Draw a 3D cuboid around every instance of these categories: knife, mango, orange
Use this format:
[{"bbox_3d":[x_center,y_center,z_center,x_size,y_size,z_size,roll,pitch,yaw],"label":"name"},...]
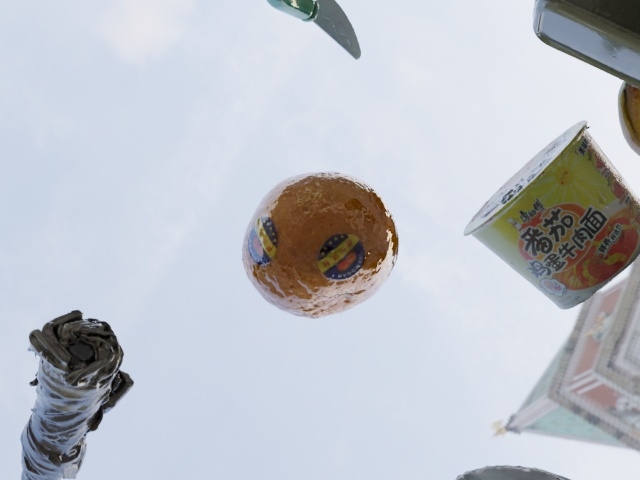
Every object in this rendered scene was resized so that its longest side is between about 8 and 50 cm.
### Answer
[{"bbox_3d":[-0.002,-0.328,1.390,0.034,0.260,0.063,5,-97,31],"label":"knife"},{"bbox_3d":[0.600,-0.219,1.792,0.101,0.066,0.187,-43,-69,-14],"label":"mango"},{"bbox_3d":[-0.001,0.003,1.070,0.177,0.178,0.155,-15,-125,-22],"label":"orange"}]

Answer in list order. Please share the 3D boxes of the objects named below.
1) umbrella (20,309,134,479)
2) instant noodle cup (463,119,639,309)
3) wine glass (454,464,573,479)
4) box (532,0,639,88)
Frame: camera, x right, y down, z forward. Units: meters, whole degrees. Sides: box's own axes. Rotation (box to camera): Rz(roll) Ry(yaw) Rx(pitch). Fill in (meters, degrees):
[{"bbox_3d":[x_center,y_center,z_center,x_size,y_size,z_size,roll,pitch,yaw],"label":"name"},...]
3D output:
[{"bbox_3d":[-0.326,0.219,1.234,0.113,0.358,0.106,39,-135,12],"label":"umbrella"},{"bbox_3d":[0.386,-0.031,1.522,0.200,0.264,0.264,46,-117,1],"label":"instant noodle cup"},{"bbox_3d":[0.100,0.233,0.526,0.093,0.093,0.202,2,-74,-17],"label":"wine glass"},{"bbox_3d":[0.471,-0.342,1.436,0.274,0.138,0.178,30,-97,12],"label":"box"}]
